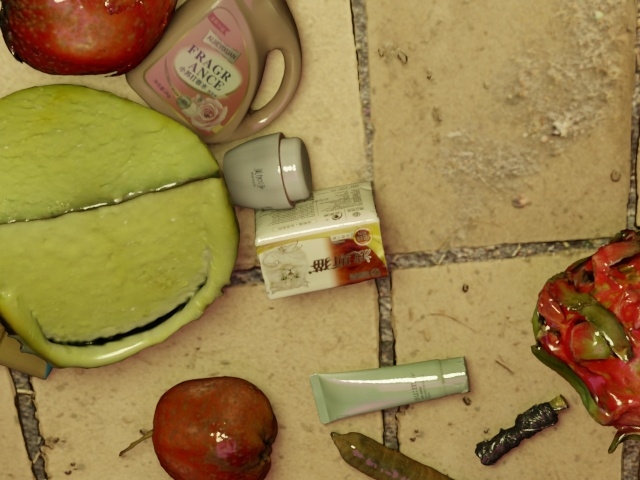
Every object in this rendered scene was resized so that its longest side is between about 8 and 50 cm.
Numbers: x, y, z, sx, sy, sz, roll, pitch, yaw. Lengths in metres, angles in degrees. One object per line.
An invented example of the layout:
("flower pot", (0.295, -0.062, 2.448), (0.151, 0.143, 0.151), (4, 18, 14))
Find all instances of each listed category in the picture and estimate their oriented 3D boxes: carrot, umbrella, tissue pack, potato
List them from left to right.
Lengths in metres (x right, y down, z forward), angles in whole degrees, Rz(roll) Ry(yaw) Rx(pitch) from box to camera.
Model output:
("potato", (-0.270, -0.016, 1.711), (0.330, 0.213, 0.280), (-14, 136, -7))
("tissue pack", (0.000, 0.001, 1.766), (0.149, 0.106, 0.099), (-10, 119, 2))
("carrot", (0.156, 0.344, 1.983), (0.342, 0.070, 0.070), (28, 113, -15))
("umbrella", (0.269, 0.251, 1.953), (0.144, 0.040, 0.037), (-38, 121, 19))

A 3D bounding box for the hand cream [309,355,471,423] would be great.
("hand cream", (0.092, 0.190, 1.906), (0.205, 0.050, 0.078), (-11, 118, 7))

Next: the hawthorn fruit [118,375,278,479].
("hawthorn fruit", (-0.160, 0.246, 1.878), (0.203, 0.162, 0.162), (12, 118, 11))

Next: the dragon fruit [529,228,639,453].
("dragon fruit", (0.403, 0.116, 1.786), (0.303, 0.231, 0.237), (18, 127, -1))

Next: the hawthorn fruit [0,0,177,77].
("hawthorn fruit", (-0.232, -0.269, 1.581), (0.235, 0.181, 0.181), (-12, 118, -9))

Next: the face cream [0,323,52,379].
("face cream", (-0.446, 0.072, 1.798), (0.285, 0.067, 0.139), (22, 115, -13))

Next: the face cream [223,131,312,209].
("face cream", (-0.062, -0.080, 1.730), (0.095, 0.091, 0.091), (-9, 118, 9))

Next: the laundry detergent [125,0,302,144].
("laundry detergent", (-0.088, -0.217, 1.666), (0.237, 0.076, 0.171), (-39, 116, 14))
